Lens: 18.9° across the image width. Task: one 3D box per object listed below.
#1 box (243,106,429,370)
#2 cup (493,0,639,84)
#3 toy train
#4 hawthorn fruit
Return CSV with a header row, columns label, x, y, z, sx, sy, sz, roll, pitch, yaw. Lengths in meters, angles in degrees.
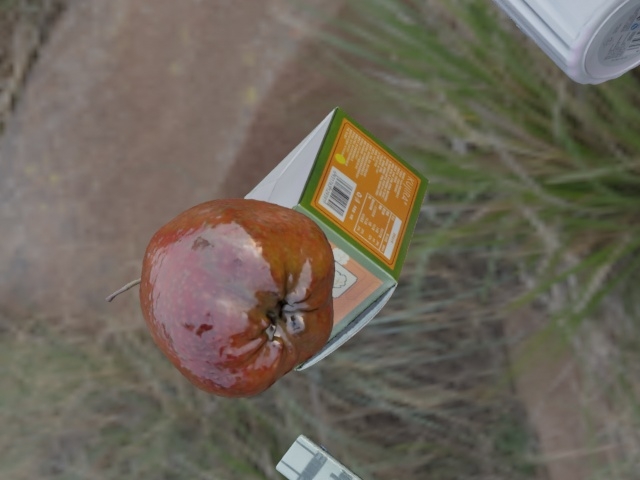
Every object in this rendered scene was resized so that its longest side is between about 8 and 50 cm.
label,x,y,z,sx,sy,sz,roll,pitch,yaw
box,0.000,0.000,2.052,0.148,0.195,0.177,37,125,-13
cup,0.215,-0.259,1.789,0.202,0.221,0.167,53,133,26
toy train,0.060,0.292,2.023,0.234,0.051,0.052,37,87,14
hawthorn fruit,-0.085,0.033,1.560,0.203,0.162,0.163,28,113,46
